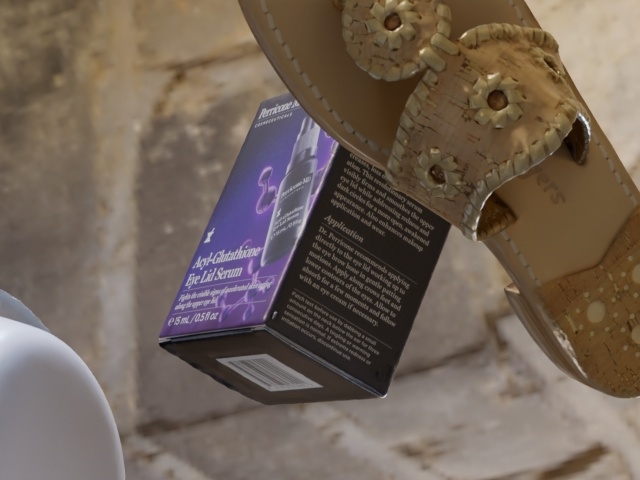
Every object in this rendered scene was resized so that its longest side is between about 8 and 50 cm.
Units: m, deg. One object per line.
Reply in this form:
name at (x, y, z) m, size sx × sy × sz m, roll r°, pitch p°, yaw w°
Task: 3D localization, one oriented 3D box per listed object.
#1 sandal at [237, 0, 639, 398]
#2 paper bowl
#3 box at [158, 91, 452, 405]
sandal at (0.071, -0.033, 0.609) m, size 0.240 × 0.088 × 0.079 m, roll 49°, pitch -12°, yaw -23°
paper bowl at (-0.241, 0.166, 1.218) m, size 0.284 × 0.148 × 0.284 m, roll 39°, pitch 45°, yaw -54°
box at (0.000, 0.000, 1.226) m, size 0.108 × 0.153 × 0.207 m, roll 32°, pitch 67°, yaw -25°
